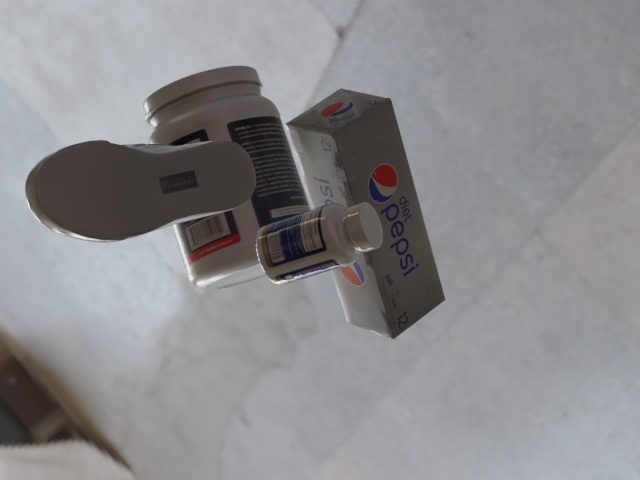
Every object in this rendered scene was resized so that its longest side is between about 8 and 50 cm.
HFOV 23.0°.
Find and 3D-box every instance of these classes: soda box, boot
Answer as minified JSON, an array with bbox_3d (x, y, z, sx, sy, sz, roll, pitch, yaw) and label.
[{"bbox_3d":[0.056,-0.031,1.868,0.091,0.098,0.286,17,134,47],"label":"soda box"},{"bbox_3d":[-0.189,-0.041,1.460,0.123,0.258,0.095,-12,86,44],"label":"boot"}]

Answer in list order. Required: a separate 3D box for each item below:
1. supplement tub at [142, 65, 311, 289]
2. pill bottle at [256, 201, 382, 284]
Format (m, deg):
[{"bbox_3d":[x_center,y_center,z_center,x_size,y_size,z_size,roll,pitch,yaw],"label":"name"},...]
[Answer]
[{"bbox_3d":[-0.126,-0.084,2.167,0.191,0.191,0.272,-32,74,61],"label":"supplement tub"},{"bbox_3d":[0.000,0.000,1.614,0.120,0.067,0.067,-17,113,25],"label":"pill bottle"}]
